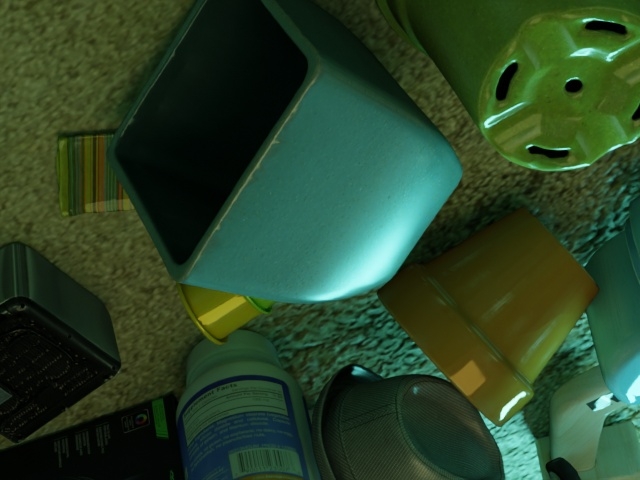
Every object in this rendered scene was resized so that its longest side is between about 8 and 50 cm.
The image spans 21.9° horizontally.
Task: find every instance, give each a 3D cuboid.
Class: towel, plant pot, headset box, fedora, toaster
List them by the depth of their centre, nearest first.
[{"bbox_3d":[0.203,-0.210,1.549,0.276,0.254,0.276,-6,131,-7],"label":"plant pot"},{"bbox_3d":[-0.013,-0.083,1.603,0.252,0.247,0.248,21,111,-35],"label":"plant pot"},{"bbox_3d":[-0.157,-0.074,1.740,0.237,0.021,0.102,-4,132,-10],"label":"towel"},{"bbox_3d":[-0.338,0.112,1.799,0.168,0.110,0.186,-36,129,17],"label":"toaster"},{"bbox_3d":[0.115,0.240,1.840,0.124,0.243,0.275,-27,130,29],"label":"fedora"},{"bbox_3d":[0.199,0.070,1.845,0.188,0.205,0.205,-43,128,4],"label":"plant pot"},{"bbox_3d":[-0.249,0.341,1.927,0.283,0.246,0.131,-18,132,4],"label":"headset box"}]

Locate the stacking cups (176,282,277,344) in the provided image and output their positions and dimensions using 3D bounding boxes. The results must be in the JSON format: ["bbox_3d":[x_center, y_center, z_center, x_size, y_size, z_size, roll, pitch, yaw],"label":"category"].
[{"bbox_3d":[0.000,0.000,1.793,0.316,0.096,0.096,-30,130,12],"label":"stacking cups"}]

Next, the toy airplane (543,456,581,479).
[{"bbox_3d":[0.287,0.464,2.044,0.386,0.272,0.384,-45,155,24],"label":"toy airplane"}]

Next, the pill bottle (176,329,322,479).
[{"bbox_3d":[-0.081,0.232,1.854,0.152,0.272,0.152,-7,131,-8],"label":"pill bottle"}]

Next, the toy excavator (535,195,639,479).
[{"bbox_3d":[0.389,0.130,1.942,0.445,0.222,0.433,-25,140,23],"label":"toy excavator"}]

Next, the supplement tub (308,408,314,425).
[{"bbox_3d":[0.001,0.397,2.039,0.241,0.241,0.331,-7,132,-7],"label":"supplement tub"}]
